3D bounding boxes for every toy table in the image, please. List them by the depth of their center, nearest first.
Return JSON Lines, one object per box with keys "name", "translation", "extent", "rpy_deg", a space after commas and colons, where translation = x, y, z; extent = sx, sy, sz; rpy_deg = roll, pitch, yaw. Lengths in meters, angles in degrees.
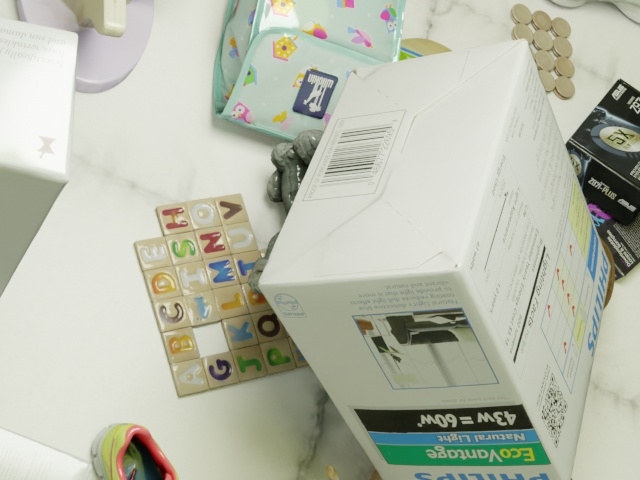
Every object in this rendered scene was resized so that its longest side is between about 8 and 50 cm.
{"name": "toy table", "translation": [-0.275, -0.339, 1.431], "extent": [0.252, 0.161, 0.274], "rpy_deg": [-7, 74, -28]}

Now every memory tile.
{"name": "memory tile", "translation": [0.345, -0.293, 1.807], "extent": [0.113, 0.012, 0.148], "rpy_deg": [12, 64, -22]}

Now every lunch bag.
{"name": "lunch bag", "translation": [-0.014, -0.251, 1.528], "extent": [0.223, 0.160, 0.262], "rpy_deg": [15, 75, -24]}

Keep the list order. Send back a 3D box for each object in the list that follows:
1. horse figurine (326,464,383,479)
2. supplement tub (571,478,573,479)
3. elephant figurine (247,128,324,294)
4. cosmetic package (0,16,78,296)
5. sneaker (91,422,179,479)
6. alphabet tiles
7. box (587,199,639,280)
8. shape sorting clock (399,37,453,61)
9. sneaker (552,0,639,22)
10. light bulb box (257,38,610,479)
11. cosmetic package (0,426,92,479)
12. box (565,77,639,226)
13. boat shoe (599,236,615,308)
{"name": "horse figurine", "translation": [0.061, 0.301, 1.374], "extent": [0.174, 0.066, 0.263], "rpy_deg": [56, 46, -21]}
{"name": "supplement tub", "translation": [0.273, 0.329, 1.455], "extent": [0.106, 0.106, 0.197], "rpy_deg": [-28, 86, -32]}
{"name": "elephant figurine", "translation": [0.000, 0.000, 1.431], "extent": [0.186, 0.169, 0.239], "rpy_deg": [7, 59, -8]}
{"name": "cosmetic package", "translation": [-0.381, -0.070, 1.130], "extent": [0.217, 0.385, 0.156], "rpy_deg": [10, 66, -23]}
{"name": "sneaker", "translation": [-0.181, 0.290, 1.253], "extent": [0.081, 0.094, 0.208], "rpy_deg": [-24, 83, -34]}
{"name": "alphabet tiles", "translation": [-0.116, 0.058, 1.433], "extent": [0.198, 0.009, 0.237], "rpy_deg": [-11, 75, -29]}
{"name": "box", "translation": [0.455, -0.027, 1.741], "extent": [0.162, 0.029, 0.116], "rpy_deg": [-35, 86, -34]}
{"name": "shape sorting clock", "translation": [0.154, -0.190, 1.651], "extent": [0.206, 0.040, 0.206], "rpy_deg": [11, 65, -26]}
{"name": "sneaker", "translation": [0.471, -0.436, 1.848], "extent": [0.305, 0.152, 0.114], "rpy_deg": [6, 69, -23]}
{"name": "light bulb box", "translation": [0.152, 0.036, 1.301], "extent": [0.361, 0.225, 0.357], "rpy_deg": [61, 37, -36]}
{"name": "cosmetic package", "translation": [-0.363, 0.228, 1.176], "extent": [0.231, 0.117, 0.085], "rpy_deg": [27, 59, -16]}
{"name": "box", "translation": [0.452, -0.133, 1.730], "extent": [0.147, 0.077, 0.180], "rpy_deg": [37, 54, 10]}
{"name": "boat shoe", "translation": [0.292, 0.105, 1.559], "extent": [0.122, 0.110, 0.341], "rpy_deg": [39, 50, -1]}
